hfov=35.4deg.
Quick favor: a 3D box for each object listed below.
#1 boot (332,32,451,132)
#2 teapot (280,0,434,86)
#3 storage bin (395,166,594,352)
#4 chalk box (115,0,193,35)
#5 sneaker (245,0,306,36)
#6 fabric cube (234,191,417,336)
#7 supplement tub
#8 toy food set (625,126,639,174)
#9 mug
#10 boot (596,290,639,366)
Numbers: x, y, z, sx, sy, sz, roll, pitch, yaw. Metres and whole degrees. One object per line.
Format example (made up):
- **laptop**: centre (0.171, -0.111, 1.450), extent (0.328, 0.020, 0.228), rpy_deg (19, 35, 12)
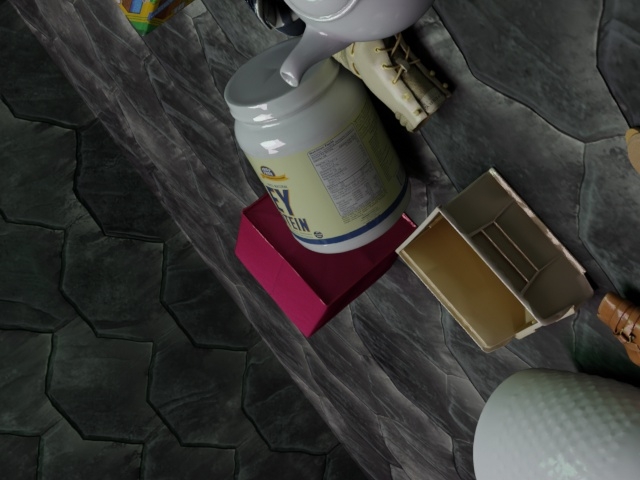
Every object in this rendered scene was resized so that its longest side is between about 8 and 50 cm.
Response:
- **boot**: centre (0.111, -0.275, 1.478), extent (0.203, 0.095, 0.262), rpy_deg (49, 164, 8)
- **teapot**: centre (0.026, -0.363, 1.246), extent (0.252, 0.187, 0.256), rpy_deg (-23, 93, 43)
- **storage bin**: centre (0.282, 0.046, 1.655), extent (0.260, 0.123, 0.262), rpy_deg (49, 162, 5)
- **chalk box**: centre (-0.293, -0.531, 1.814), extent (0.179, 0.180, 0.289), rpy_deg (52, 164, -4)
- **sneaker**: centre (-0.061, -0.371, 1.608), extent (0.226, 0.086, 0.163), rpy_deg (53, -169, -53)
- **fabric cube**: centre (0.000, 0.000, 2.035), extent (0.259, 0.254, 0.258), rpy_deg (48, 163, 9)
- **supplement tub**: centre (-0.004, -0.164, 1.730), extent (0.235, 0.235, 0.325), rpy_deg (27, 153, 52)
- **toy food set**: centre (0.409, -0.100, 1.224), extent (0.083, 0.020, 0.083), rpy_deg (22, 147, 56)
- **mug**: centre (0.493, 0.376, 1.636), extent (0.374, 0.276, 0.328), rpy_deg (26, 167, -28)
- **boot**: centre (0.472, 0.125, 1.440), extent (0.152, 0.073, 0.197), rpy_deg (48, 160, 21)
